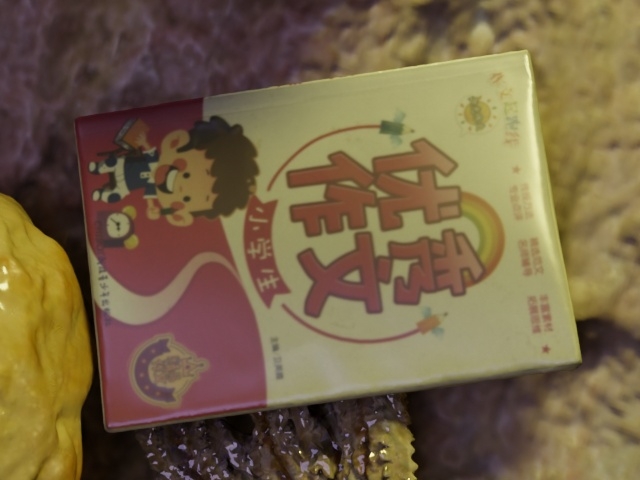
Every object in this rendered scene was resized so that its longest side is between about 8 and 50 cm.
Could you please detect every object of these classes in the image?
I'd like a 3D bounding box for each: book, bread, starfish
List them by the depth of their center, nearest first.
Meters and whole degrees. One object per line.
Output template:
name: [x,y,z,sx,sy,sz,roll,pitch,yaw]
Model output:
book: [0.000,0.000,0.885,0.232,0.022,0.162,-8,76,4]
starfish: [-0.029,0.124,0.917,0.301,0.084,0.293,-14,76,12]
bread: [-0.187,0.083,0.920,0.134,0.244,0.244,11,97,-19]
